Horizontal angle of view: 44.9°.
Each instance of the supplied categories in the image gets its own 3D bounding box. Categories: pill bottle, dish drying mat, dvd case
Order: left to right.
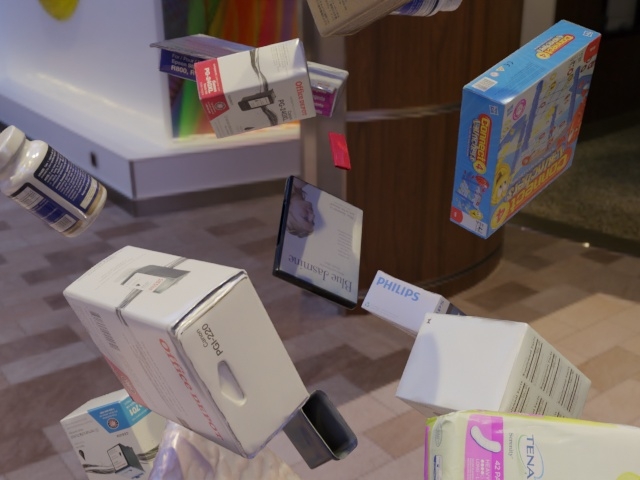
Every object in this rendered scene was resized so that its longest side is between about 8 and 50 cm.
[{"bbox_3d":[-0.646,-0.137,1.807,0.153,0.264,0.153,-30,37,26],"label":"pill bottle"},{"bbox_3d":[0.000,0.000,1.527,0.180,0.022,0.253,25,47,-21],"label":"dvd case"},{"bbox_3d":[0.032,-0.153,1.326,0.032,0.008,0.083,8,48,-20],"label":"dish drying mat"},{"bbox_3d":[0.194,-0.516,1.582,0.186,0.112,0.112,-6,22,-27],"label":"pill bottle"}]

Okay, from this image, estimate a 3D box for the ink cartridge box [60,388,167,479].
[{"bbox_3d":[-0.303,0.337,1.231,0.139,0.191,0.082,-22,5,28],"label":"ink cartridge box"}]

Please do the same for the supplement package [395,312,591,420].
[{"bbox_3d":[0.265,0.227,1.190,0.194,0.203,0.149,1,60,49],"label":"supplement package"}]

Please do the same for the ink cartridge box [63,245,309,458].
[{"bbox_3d":[-0.134,0.100,0.752,0.092,0.159,0.217,-40,30,-29],"label":"ink cartridge box"}]

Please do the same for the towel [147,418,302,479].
[{"bbox_3d":[-0.118,0.398,0.967,0.053,0.317,0.332,-20,37,26],"label":"towel"}]

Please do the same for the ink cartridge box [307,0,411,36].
[{"bbox_3d":[0.051,-0.432,1.081,0.193,0.235,0.088,-20,1,38],"label":"ink cartridge box"}]

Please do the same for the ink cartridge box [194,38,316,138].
[{"bbox_3d":[-0.087,-0.208,1.075,0.150,0.109,0.063,-13,67,1],"label":"ink cartridge box"}]

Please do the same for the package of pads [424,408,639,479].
[{"bbox_3d":[0.274,0.333,0.962,0.296,0.229,0.101,9,-19,-9],"label":"package of pads"}]

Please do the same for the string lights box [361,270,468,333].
[{"bbox_3d":[0.196,0.143,1.410,0.133,0.077,0.259,22,-7,35],"label":"string lights box"}]

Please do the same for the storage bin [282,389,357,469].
[{"bbox_3d":[-0.006,0.376,1.523,0.135,0.091,0.098,54,35,8],"label":"storage bin"}]

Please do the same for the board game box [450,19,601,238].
[{"bbox_3d":[0.377,-0.205,1.440,0.086,0.302,0.308,33,55,32],"label":"board game box"}]

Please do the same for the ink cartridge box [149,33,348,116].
[{"bbox_3d":[-0.122,-0.308,1.442,0.324,0.072,0.330,15,20,2],"label":"ink cartridge box"}]
